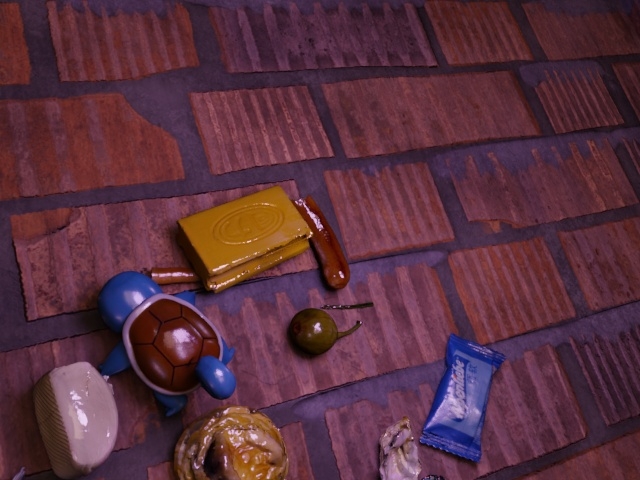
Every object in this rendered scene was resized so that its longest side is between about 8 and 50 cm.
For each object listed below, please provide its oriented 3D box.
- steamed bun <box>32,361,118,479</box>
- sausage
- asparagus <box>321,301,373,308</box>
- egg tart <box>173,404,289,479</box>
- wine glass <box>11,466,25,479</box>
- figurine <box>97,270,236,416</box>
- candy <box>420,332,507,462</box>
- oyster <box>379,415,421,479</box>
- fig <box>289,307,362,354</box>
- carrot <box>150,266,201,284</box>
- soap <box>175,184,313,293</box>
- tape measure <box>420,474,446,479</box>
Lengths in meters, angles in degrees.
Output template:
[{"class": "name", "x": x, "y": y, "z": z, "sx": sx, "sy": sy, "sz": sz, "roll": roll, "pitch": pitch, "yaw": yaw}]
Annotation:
[{"class": "steamed bun", "x": -0.513, "y": 0.381, "z": 1.288, "sx": 0.152, "sy": 0.170, "sz": 0.239, "roll": -12, "pitch": 71, "yaw": -45}, {"class": "sausage", "x": 0.003, "y": 0.001, "z": 1.678, "sx": 0.302, "sy": 0.076, "sz": 0.103, "roll": 62, "pitch": 24, "yaw": 13}, {"class": "asparagus", "x": 0.075, "y": 0.185, "z": 1.673, "sx": 0.163, "sy": 0.016, "sz": 0.016, "roll": -1, "pitch": 95, "yaw": -21}, {"class": "egg tart", "x": -0.191, "y": 0.523, "z": 1.370, "sx": 0.297, "sy": 0.132, "sz": 0.297, "roll": 10, "pitch": 67, "yaw": -23}, {"class": "wine glass", "x": -0.546, "y": 0.566, "z": 1.228, "sx": 0.222, "sy": 0.103, "sz": 0.103, "roll": 29, "pitch": 61, "yaw": -7}, {"class": "figurine", "x": -0.354, "y": 0.255, "z": 1.390, "sx": 0.416, "sy": 0.243, "sz": 0.298, "roll": 37, "pitch": 68, "yaw": 21}, {"class": "candy", "x": 0.404, "y": 0.436, "z": 1.657, "sx": 0.187, "sy": 0.077, "sz": 0.331, "roll": 23, "pitch": 61, "yaw": -2}, {"class": "oyster", "x": 0.191, "y": 0.573, "z": 1.525, "sx": 0.133, "sy": 0.072, "sz": 0.209, "roll": -9, "pitch": 91, "yaw": -30}, {"class": "fig", "x": 0.023, "y": 0.241, "z": 1.595, "sx": 0.236, "sy": 0.124, "sz": 0.124, "roll": 5, "pitch": 64, "yaw": -44}, {"class": "carrot", "x": -0.368, "y": 0.089, "z": 1.531, "sx": 0.139, "sy": 0.048, "sz": 0.048, "roll": 0, "pitch": 68, "yaw": -23}, {"class": "soap", "x": -0.197, "y": -0.013, "z": 1.582, "sx": 0.324, "sy": 0.096, "sz": 0.204, "roll": -24, "pitch": 64, "yaw": -29}, {"class": "tape measure", "x": 0.299, "y": 0.675, "z": 1.510, "sx": 0.125, "sy": 0.081, "sz": 0.146, "roll": 12, "pitch": 67, "yaw": -4}]
